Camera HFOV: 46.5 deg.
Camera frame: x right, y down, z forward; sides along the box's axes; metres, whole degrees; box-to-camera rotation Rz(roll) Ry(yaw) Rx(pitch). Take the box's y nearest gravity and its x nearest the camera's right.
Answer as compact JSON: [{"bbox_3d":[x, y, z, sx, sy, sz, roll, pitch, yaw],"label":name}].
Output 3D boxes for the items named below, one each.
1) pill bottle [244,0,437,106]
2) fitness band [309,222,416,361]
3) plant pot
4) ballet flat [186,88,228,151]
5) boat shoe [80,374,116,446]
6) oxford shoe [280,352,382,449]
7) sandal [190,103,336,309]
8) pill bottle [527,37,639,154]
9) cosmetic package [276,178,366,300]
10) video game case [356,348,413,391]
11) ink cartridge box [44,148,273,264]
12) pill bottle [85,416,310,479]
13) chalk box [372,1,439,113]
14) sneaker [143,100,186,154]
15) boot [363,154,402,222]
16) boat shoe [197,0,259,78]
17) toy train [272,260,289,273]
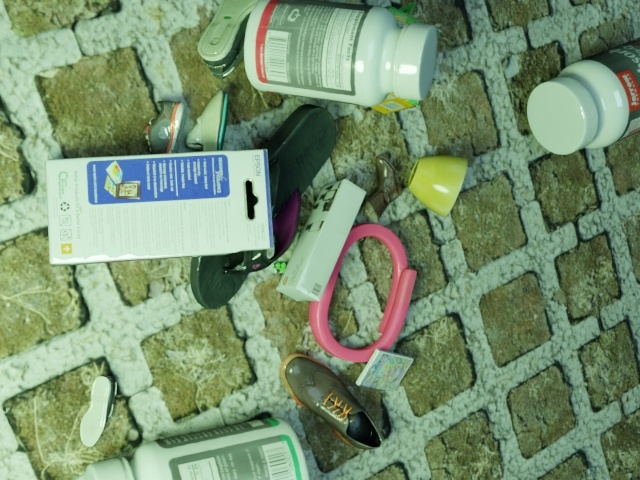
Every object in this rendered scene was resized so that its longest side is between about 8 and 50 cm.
[{"bbox_3d":[0.039,-0.336,1.338,0.319,0.176,0.176,12,90,17],"label":"pill bottle"},{"bbox_3d":[0.087,0.107,1.550,0.209,0.054,0.290,19,83,-24],"label":"fitness band"},{"bbox_3d":[0.242,-0.128,1.584,0.095,0.134,0.134,20,83,-2],"label":"plant pot"},{"bbox_3d":[-0.212,-0.154,1.368,0.086,0.086,0.248,0,94,-27],"label":"ballet flat"},{"bbox_3d":[-0.390,0.300,1.317,0.046,0.038,0.125,9,87,16],"label":"boat shoe"},{"bbox_3d":[0.030,0.324,1.501,0.271,0.098,0.097,45,73,-22],"label":"oxford shoe"},{"bbox_3d":[-0.090,-0.065,1.382,0.445,0.107,0.167,-58,144,-13],"label":"sandal"},{"bbox_3d":[0.675,-0.335,1.739,0.363,0.210,0.210,-24,103,-25],"label":"pill bottle"},{"bbox_3d":[0.000,0.000,1.456,0.060,0.099,0.239,30,73,-20],"label":"cosmetic package"},{"bbox_3d":[0.137,0.275,1.569,0.122,0.011,0.087,20,104,-44],"label":"video game case"},{"bbox_3d":[-0.270,-0.057,1.265,0.371,0.069,0.175,-4,85,-4],"label":"ink cartridge box"},{"bbox_3d":[-0.218,0.444,1.321,0.361,0.204,0.204,-4,95,-27],"label":"pill bottle"},{"bbox_3d":[0.140,-0.383,1.503,0.132,0.132,0.213,18,84,-27],"label":"chalk box"},{"bbox_3d":[-0.290,-0.178,1.344,0.065,0.061,0.158,15,85,0],"label":"sneaker"},{"bbox_3d":[0.117,-0.105,1.545,0.114,0.037,0.106,-45,114,-34],"label":"boot"},{"bbox_3d":[-0.148,-0.409,1.396,0.233,0.084,0.079,-62,152,-19],"label":"boat shoe"},{"bbox_3d":[-0.057,0.053,1.489,0.083,0.017,0.023,-3,104,-27],"label":"toy train"}]
